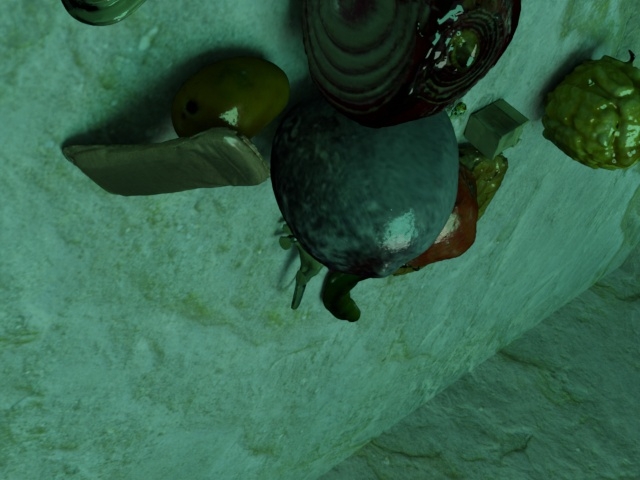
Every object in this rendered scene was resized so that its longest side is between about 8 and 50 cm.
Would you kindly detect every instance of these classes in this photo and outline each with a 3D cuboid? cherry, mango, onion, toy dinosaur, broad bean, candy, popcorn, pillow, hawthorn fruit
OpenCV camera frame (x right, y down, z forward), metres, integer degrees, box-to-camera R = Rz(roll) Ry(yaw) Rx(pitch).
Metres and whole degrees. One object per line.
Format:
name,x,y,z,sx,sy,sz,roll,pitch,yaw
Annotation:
cherry,0.060,-0.092,1.009,0.255,0.296,0.218,-7,147,-4
mango,-0.099,-0.162,0.871,0.163,0.089,0.111,-39,168,-27
onion,0.105,-0.240,0.862,0.206,0.216,0.206,-19,141,-36
toy dinosaur,-0.005,0.000,1.277,0.147,0.076,0.362,-26,148,-53
broad bean,0.075,0.101,1.534,0.144,0.049,0.292,11,147,-21
candy,0.226,-0.212,1.329,0.023,0.025,0.083,20,129,-31
popcorn,0.574,-0.257,1.513,0.225,0.249,0.249,-59,155,-2
pillow,-0.167,-0.083,0.844,0.211,0.034,0.135,-4,157,13
hawthorn fruit,0.161,-0.064,1.244,0.207,0.207,0.243,-46,160,10

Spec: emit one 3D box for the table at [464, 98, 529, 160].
table,0.329,-0.208,1.405,0.083,0.079,0.062,-31,152,-24

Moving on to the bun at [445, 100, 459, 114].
bun,0.199,-0.231,1.224,0.083,0.045,0.083,-36,159,-16

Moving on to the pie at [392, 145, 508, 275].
pie,0.241,-0.056,1.535,0.340,0.083,0.339,-34,157,-17

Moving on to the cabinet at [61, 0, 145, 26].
cabinet,-0.102,-0.348,0.396,0.290,0.227,0.318,-34,154,-12
